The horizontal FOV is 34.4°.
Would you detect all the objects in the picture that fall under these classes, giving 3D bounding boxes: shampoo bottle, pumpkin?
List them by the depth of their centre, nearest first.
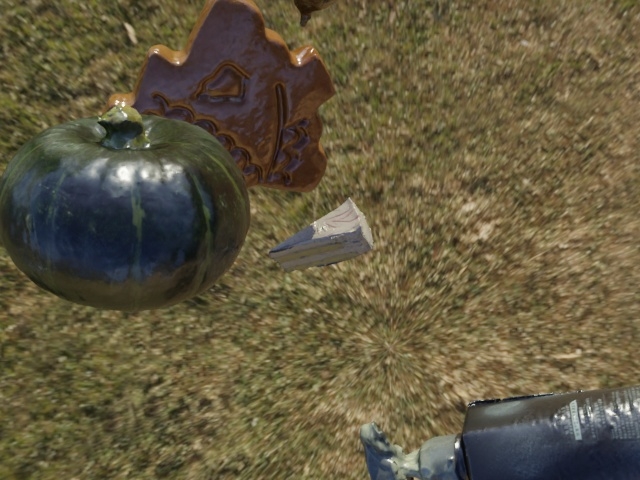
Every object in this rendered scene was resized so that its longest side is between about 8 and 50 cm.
[{"bbox_3d":[0.128,0.119,0.603,0.207,0.057,0.063,-12,98,15],"label":"shampoo bottle"},{"bbox_3d":[-0.130,-0.023,0.689,0.167,0.125,0.167,9,43,-9],"label":"pumpkin"}]

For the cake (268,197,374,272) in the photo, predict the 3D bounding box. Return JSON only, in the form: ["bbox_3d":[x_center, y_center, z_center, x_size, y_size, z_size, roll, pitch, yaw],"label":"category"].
[{"bbox_3d":[0.000,0.000,1.238,0.121,0.052,0.065,-18,46,14],"label":"cake"}]

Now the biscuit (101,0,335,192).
[{"bbox_3d":[-0.129,-0.124,1.171,0.306,0.284,0.043,-26,42,4],"label":"biscuit"}]

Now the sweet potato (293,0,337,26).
[{"bbox_3d":[0.000,-0.270,0.926,0.068,0.226,0.068,0,70,0],"label":"sweet potato"}]
